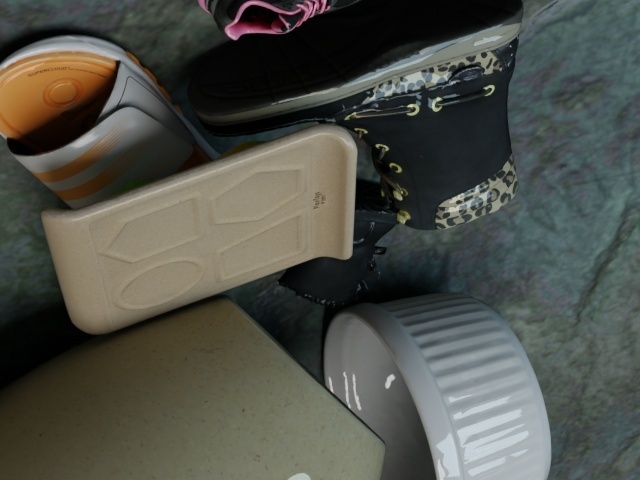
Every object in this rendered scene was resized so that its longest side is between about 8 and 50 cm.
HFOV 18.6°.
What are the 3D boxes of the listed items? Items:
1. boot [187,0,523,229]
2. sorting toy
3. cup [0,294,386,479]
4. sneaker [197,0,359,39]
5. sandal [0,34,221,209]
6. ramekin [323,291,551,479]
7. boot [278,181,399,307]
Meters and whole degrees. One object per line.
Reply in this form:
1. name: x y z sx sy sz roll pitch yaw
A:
1. boot: 0.034 -0.073 1.366 0.236 0.085 0.178 -18 134 -9
2. sorting toy: -0.080 -0.010 1.333 0.208 0.038 0.193 -16 156 -7
3. cup: -0.091 0.180 1.440 0.237 0.331 0.331 -47 135 -2
4. sneaker: -0.018 -0.156 1.289 0.119 0.057 0.047 -11 134 -14
5. sandal: -0.120 -0.045 1.342 0.102 0.076 0.265 -37 135 15
6. ramekin: 0.093 0.138 1.529 0.109 0.207 0.207 -16 138 -20
7. boot: 0.000 0.000 1.462 0.121 0.045 0.099 9 129 -34
